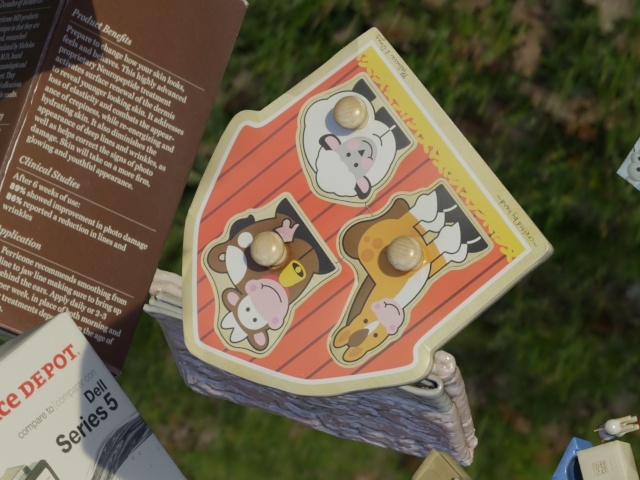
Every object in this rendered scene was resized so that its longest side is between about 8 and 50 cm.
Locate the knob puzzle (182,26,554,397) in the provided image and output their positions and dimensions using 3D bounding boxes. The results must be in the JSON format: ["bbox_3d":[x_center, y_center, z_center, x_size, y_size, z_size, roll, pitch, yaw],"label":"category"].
[{"bbox_3d":[0.000,0.000,1.070,0.213,0.213,0.030,6,169,22],"label":"knob puzzle"}]

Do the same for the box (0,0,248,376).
[{"bbox_3d":[-0.230,-0.087,1.801,0.191,0.381,0.143,27,168,-35],"label":"box"}]

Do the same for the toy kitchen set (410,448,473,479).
[{"bbox_3d":[0.048,0.169,1.122,0.075,0.068,0.083,21,109,-44],"label":"toy kitchen set"}]

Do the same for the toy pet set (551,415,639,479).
[{"bbox_3d":[0.252,0.214,1.692,0.065,0.122,0.114,-20,160,24],"label":"toy pet set"}]

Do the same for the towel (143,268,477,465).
[{"bbox_3d":[-0.007,0.141,2.022,0.332,0.053,0.317,16,163,13],"label":"towel"}]

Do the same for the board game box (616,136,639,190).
[{"bbox_3d":[0.291,-0.061,1.531,0.090,0.020,0.090,38,132,12],"label":"board game box"}]

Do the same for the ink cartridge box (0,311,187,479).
[{"bbox_3d":[-0.210,0.224,1.534,0.115,0.198,0.273,-29,99,39],"label":"ink cartridge box"}]
